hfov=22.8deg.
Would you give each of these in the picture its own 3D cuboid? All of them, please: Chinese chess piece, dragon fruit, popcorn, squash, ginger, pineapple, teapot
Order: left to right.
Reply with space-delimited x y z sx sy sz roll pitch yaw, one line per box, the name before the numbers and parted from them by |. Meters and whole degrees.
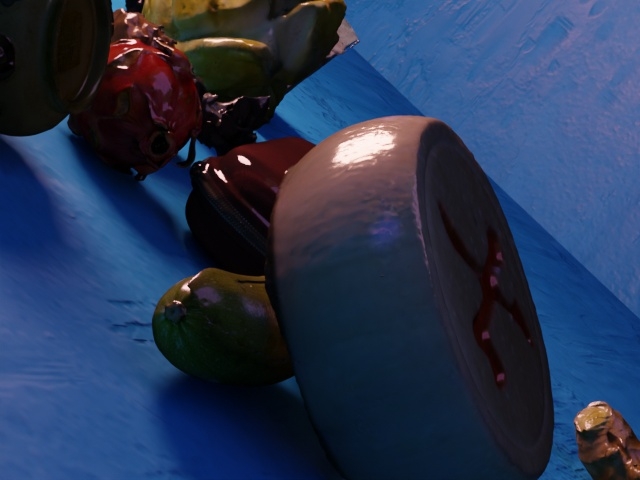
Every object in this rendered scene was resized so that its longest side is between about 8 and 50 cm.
teapot | -0.288 -0.176 1.346 0.182 0.173 0.269 11 21 14
dragon fruit | -0.175 -0.131 1.539 0.136 0.133 0.166 41 5 -40
pineapple | -0.153 -0.155 1.736 0.237 0.111 0.119 31 -1 -39
popcorn | -0.095 -0.273 2.009 0.276 0.276 0.225 24 52 -53
squash | -0.049 0.074 1.298 0.094 0.094 0.341 44 11 14
Chinese chess piece | 0.081 0.063 1.324 0.338 0.140 0.338 55 25 -41
ginger | 0.378 0.289 1.885 0.205 0.081 0.115 45 24 -12

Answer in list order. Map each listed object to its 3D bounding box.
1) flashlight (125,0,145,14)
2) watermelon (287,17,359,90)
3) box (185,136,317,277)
flashlight | -0.241 -0.368 2.312 0.093 0.093 0.232 39 18 -10
watermelon | -0.107 -0.258 2.260 0.213 0.201 0.262 38 -31 -8
box | 0.000 0.000 1.665 0.263 0.108 0.404 42 12 6
